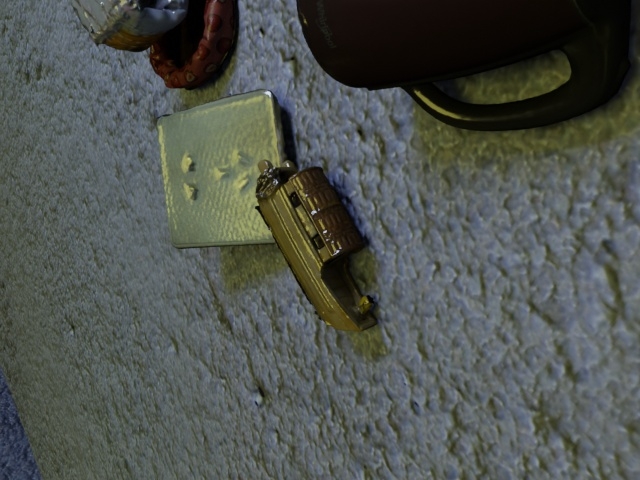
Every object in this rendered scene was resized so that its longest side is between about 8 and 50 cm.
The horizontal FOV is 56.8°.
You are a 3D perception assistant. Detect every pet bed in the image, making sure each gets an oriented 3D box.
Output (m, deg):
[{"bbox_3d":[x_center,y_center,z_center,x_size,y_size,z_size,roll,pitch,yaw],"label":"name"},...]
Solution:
[{"bbox_3d":[-0.190,-0.320,0.863,0.201,0.053,0.201,5,97,45],"label":"pet bed"}]

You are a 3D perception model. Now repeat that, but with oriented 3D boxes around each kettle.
[{"bbox_3d":[0.114,-0.180,0.466,0.232,0.144,0.202,8,122,46],"label":"kettle"}]

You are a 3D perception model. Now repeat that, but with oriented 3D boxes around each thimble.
[{"bbox_3d":[-0.258,-0.343,0.801,0.118,0.127,0.151,-14,89,47],"label":"thimble"}]

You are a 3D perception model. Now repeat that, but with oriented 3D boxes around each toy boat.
[{"bbox_3d":[0.000,0.000,0.673,0.088,0.068,0.226,-36,75,32],"label":"toy boat"}]

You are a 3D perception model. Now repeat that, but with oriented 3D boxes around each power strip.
[{"bbox_3d":[-0.121,-0.091,0.803,0.213,0.064,0.198,-3,92,30],"label":"power strip"}]
